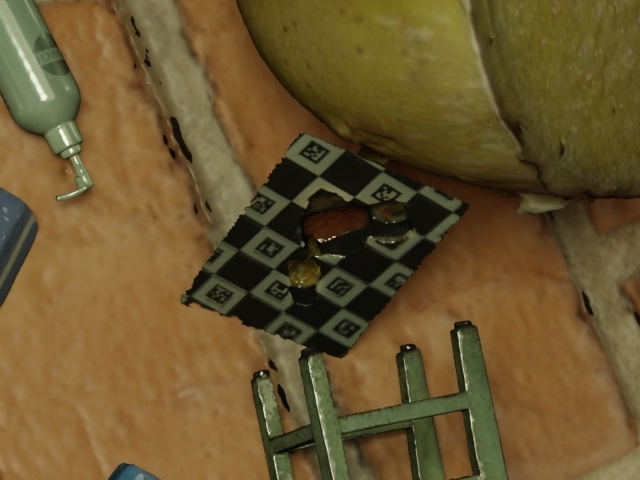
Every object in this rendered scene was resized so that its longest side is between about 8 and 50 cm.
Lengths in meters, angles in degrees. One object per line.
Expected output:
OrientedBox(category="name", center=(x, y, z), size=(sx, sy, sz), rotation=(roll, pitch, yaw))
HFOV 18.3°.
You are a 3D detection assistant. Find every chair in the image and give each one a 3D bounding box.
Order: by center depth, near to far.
OrientedBox(category="chair", center=(0.056, 0.206, 1.430), size=(0.147, 0.136, 0.270), rotation=(-9, 83, -21))

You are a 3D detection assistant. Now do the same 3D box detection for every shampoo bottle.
OrientedBox(category="shampoo bottle", center=(-0.212, -0.123, 1.450), size=(0.056, 0.056, 0.195), rotation=(-28, 89, -23))

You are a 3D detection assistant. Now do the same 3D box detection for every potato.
OrientedBox(category="potato", center=(0.119, -0.223, 1.461), size=(0.442, 0.319, 0.385), rotation=(-22, 110, -45))

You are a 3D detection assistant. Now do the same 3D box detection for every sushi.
OrientedBox(category="sushi", center=(0.000, 0.000, 1.445), size=(0.139, 0.201, 0.031), rotation=(23, 42, -18))

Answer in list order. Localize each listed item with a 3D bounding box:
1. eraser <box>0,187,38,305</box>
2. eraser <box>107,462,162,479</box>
OrientedBox(category="eraser", center=(-0.309, -0.034, 1.404), size=(0.225, 0.036, 0.082), rotation=(30, 68, -11))
OrientedBox(category="eraser", center=(-0.047, 0.298, 1.420), size=(0.312, 0.042, 0.144), rotation=(34, 68, -10))
